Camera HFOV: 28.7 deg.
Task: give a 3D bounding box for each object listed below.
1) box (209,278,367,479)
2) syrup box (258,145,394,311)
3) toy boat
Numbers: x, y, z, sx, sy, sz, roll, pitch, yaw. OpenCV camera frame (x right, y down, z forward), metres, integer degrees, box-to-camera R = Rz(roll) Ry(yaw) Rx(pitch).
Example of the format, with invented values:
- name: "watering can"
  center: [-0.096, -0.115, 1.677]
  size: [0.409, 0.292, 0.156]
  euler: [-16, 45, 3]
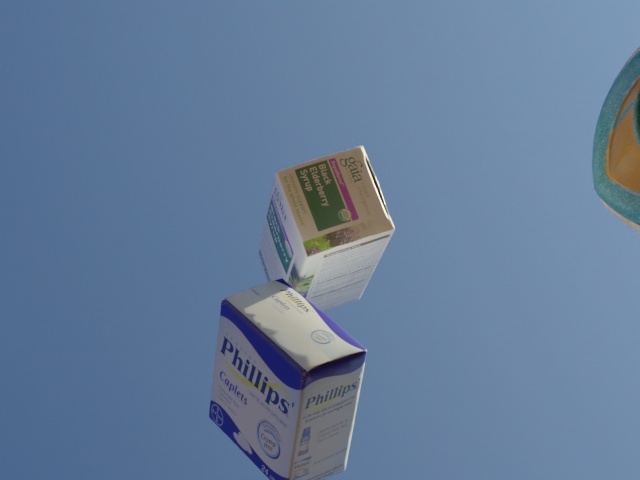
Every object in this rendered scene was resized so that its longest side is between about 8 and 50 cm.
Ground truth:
- name: "box"
  center: [-0.032, 0.127, 1.095]
  size: [0.072, 0.126, 0.137]
  euler: [-16, -52, -36]
- name: "syrup box"
  center: [0.000, 0.000, 1.276]
  size: [0.096, 0.237, 0.093]
  euler: [-18, -106, -12]
- name: "toy boat"
  center: [0.295, -0.154, 1.070]
  size: [0.148, 0.267, 0.318]
  euler: [-7, -117, -40]
